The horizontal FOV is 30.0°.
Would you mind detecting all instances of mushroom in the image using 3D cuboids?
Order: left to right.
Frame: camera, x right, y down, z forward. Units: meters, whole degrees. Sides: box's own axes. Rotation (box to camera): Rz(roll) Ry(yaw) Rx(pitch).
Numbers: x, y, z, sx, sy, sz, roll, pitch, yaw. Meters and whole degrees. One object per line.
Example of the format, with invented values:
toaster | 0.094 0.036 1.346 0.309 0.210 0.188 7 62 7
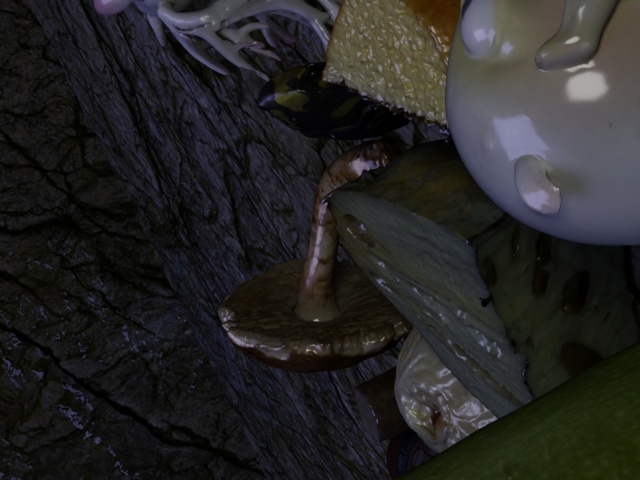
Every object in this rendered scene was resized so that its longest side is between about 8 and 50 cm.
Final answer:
mushroom | 0.021 0.015 1.397 0.208 0.302 0.233 20 -168 -41

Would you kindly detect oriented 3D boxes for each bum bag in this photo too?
bum bag | 0.016 -0.127 1.145 0.232 0.106 0.060 2 -98 -75

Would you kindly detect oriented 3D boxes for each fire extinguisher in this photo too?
fire extinguisher | 0.156 0.260 1.460 0.344 0.102 0.138 -168 85 -68

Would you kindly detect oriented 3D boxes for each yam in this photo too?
yam | 0.104 0.181 1.420 0.084 0.127 0.084 51 156 34

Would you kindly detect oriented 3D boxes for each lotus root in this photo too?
lotus root | 0.141 0.020 1.062 0.260 0.149 0.267 34 156 53

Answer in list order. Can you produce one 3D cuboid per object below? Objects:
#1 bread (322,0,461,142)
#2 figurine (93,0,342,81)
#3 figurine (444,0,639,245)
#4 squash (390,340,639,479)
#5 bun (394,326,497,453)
bread | 0.095 -0.172 0.938 0.260 0.129 0.134 29 136 57
figurine | -0.092 -0.300 1.143 0.206 0.284 0.316 -130 44 -60
figurine | 0.204 -0.176 0.629 0.274 0.226 0.394 15 126 24
squash | 0.209 0.215 0.780 0.263 0.384 0.263 55 162 27
bun | 0.159 0.164 1.229 0.220 0.134 0.220 49 154 35
